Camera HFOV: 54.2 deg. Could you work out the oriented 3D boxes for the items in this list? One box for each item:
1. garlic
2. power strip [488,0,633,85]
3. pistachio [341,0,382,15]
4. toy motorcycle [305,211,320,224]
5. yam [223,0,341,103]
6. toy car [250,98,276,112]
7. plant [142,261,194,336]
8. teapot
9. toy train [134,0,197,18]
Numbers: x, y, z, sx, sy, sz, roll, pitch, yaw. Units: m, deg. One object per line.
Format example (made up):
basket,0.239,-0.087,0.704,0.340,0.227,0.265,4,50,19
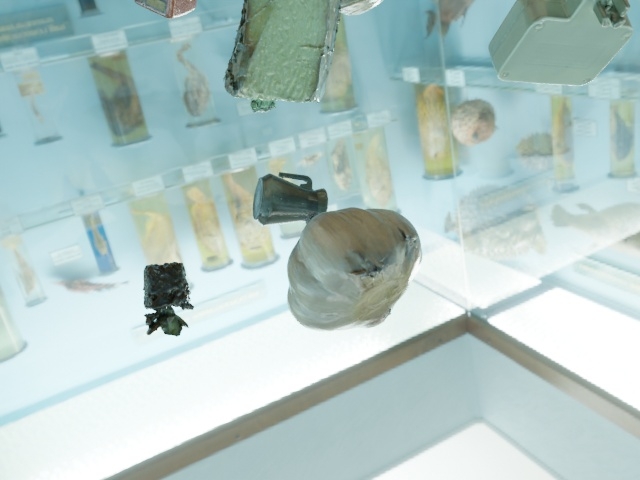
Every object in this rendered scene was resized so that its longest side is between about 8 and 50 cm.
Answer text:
garlic,0.072,0.062,1.327,0.322,0.322,0.241,-9,-126,4
power strip,0.478,-0.393,1.168,0.230,0.261,0.141,0,-119,-17
pistachio,0.137,-0.705,1.637,0.288,0.166,0.197,-35,-137,1
toy motorcycle,0.000,0.000,1.849,0.106,0.190,0.074,-6,-152,-19
yam,-0.069,-0.415,1.187,0.203,0.271,0.201,6,-153,-14
toy car,-0.175,-0.503,2.080,0.093,0.186,0.058,-8,-126,-34
plant,-0.422,0.160,1.715,0.142,0.203,0.131,-13,-167,-27
teapot,-0.099,-0.135,2.059,0.225,0.171,0.203,7,-122,-19
toy train,-0.398,-0.667,1.446,0.369,0.231,0.163,27,-141,11
